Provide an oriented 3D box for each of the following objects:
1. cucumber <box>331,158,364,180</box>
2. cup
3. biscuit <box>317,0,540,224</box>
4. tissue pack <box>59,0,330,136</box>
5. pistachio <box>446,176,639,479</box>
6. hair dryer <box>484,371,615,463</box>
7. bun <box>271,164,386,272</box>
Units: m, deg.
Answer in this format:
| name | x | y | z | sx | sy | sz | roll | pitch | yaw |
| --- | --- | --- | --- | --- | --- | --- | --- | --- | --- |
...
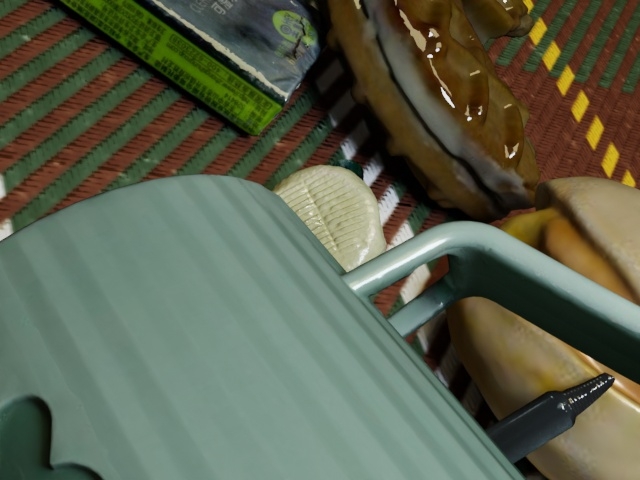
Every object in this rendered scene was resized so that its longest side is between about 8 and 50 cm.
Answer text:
| name | x | y | z | sx | sy | sz | roll | pitch | yaw |
| --- | --- | --- | --- | --- | --- | --- | --- | --- | --- |
| cucumber | 0.021 | -0.013 | 0.995 | 0.032 | 0.032 | 0.133 | 22 | 43 | -19 |
| cup | 0.015 | 0.181 | 0.575 | 0.401 | 0.310 | 0.392 | -19 | 59 | -30 |
| biscuit | 0.108 | -0.201 | 1.136 | 0.268 | 0.115 | 0.366 | 42 | 31 | -30 |
| tissue pack | -0.110 | -0.209 | 1.050 | 0.235 | 0.073 | 0.173 | 36 | 36 | -5 |
| pistachio | 0.242 | 0.098 | 0.930 | 0.309 | 0.230 | 0.230 | 46 | 39 | 15 |
| hair dryer | 0.101 | 0.132 | 0.815 | 0.173 | 0.195 | 0.050 | 45 | -3 | 9 |
| bun | 0.000 | 0.000 | 0.922 | 0.115 | 0.115 | 0.069 | 62 | 2 | 27 |
